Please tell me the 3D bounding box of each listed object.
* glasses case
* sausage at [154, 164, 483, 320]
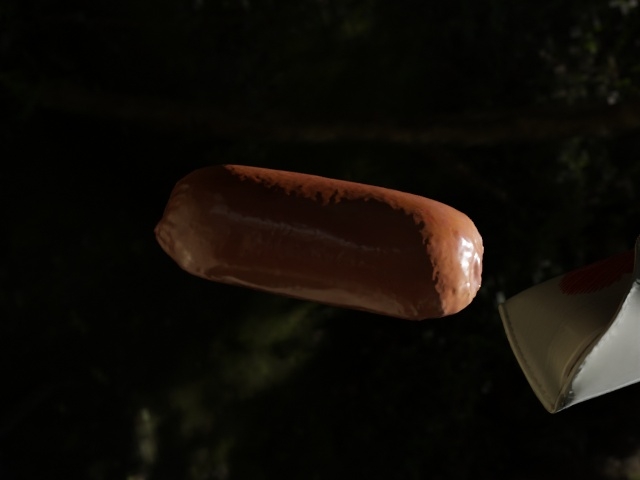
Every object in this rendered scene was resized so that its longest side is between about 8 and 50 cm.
[{"bbox_3d":[0.280,0.029,1.145,0.128,0.308,0.083,-131,-148,-50],"label":"glasses case"},{"bbox_3d":[0.000,0.000,0.921,0.077,0.194,0.077,11,90,-86],"label":"sausage"}]
